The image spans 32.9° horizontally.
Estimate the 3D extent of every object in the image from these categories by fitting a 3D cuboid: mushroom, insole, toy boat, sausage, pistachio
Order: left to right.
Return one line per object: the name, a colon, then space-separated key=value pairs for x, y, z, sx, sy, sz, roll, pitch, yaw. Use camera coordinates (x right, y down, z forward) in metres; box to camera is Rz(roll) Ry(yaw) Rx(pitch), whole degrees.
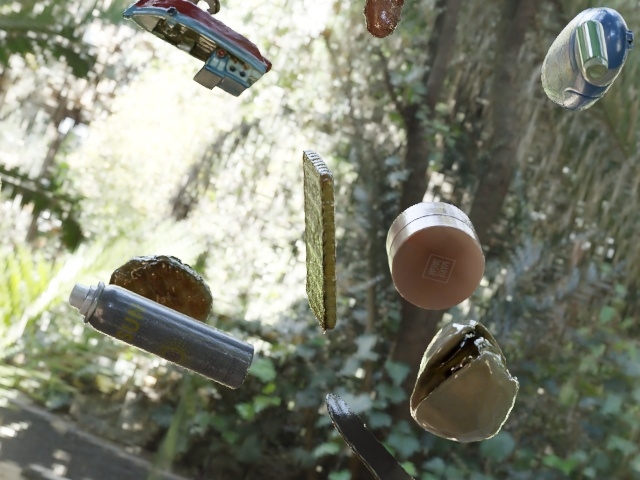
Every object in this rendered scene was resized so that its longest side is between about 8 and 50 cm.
mushroom: x=-0.184 y=-0.372 z=1.608 sx=0.101 sy=0.049 sz=0.019 roll=45 pitch=33 yaw=15
toy boat: x=-0.138 y=-0.218 z=1.210 sx=0.173 sy=0.058 sz=0.069 roll=31 pitch=-20 yaw=-15
sausage: x=0.124 y=-0.486 z=1.803 sx=0.078 sy=0.304 sz=0.078 roll=9 pitch=4 yaw=-1
insole: x=0.106 y=0.319 z=1.365 sx=0.328 sy=0.007 sz=0.111 roll=52 pitch=15 yaw=-11
pistachio: x=0.200 y=0.197 z=1.496 sx=0.137 sy=0.153 sz=0.238 roll=52 pitch=-23 yaw=31

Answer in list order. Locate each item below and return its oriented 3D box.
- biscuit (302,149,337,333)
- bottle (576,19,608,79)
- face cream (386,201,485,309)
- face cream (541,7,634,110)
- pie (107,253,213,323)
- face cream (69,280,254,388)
biscuit: x=0.000 y=0.000 z=1.658 sx=0.029 sy=0.254 sz=0.172 roll=-4 pitch=19 yaw=-10
bottle: x=0.317 y=-0.222 z=1.261 sx=0.030 sy=0.083 sz=0.030 roll=3 pitch=-42 yaw=2
face cream: x=0.183 y=0.023 z=1.737 sx=0.149 sy=0.149 sz=0.104 roll=21 pitch=22 yaw=-10
face cream: x=0.430 y=-0.293 z=1.742 sx=0.083 sy=0.149 sz=0.264 roll=-2 pitch=-6 yaw=-4
pie: x=-0.290 y=0.097 z=1.952 sx=0.195 sy=0.046 sz=0.195 roll=3 pitch=-49 yaw=3
face cream: x=-0.236 y=0.134 z=1.597 sx=0.284 sy=0.073 sz=0.073 roll=25 pitch=-8 yaw=-13
